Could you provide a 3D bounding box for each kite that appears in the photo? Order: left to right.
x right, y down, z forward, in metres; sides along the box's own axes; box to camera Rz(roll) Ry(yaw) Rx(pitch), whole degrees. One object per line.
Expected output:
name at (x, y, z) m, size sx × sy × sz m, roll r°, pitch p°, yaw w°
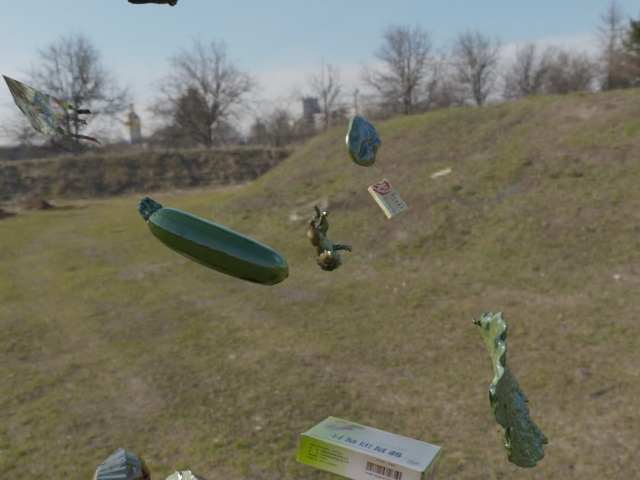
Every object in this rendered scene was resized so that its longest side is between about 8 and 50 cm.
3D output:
kite at (-0.629, -0.292, 1.654) m, size 0.310 × 0.169 × 0.015 m, roll 24°, pitch 55°, yaw 26°

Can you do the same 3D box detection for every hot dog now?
hot dog at (-0.316, 0.427, 1.053) m, size 0.081 × 0.270 × 0.163 m, roll 16°, pitch 45°, yaw -7°

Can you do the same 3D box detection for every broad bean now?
broad bean at (0.126, -0.301, 2.095) m, size 0.072 × 0.153 × 0.207 m, roll -27°, pitch 10°, yaw 22°

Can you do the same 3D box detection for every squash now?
squash at (-0.165, 0.007, 1.044) m, size 0.252 × 0.066 × 0.066 m, roll 22°, pitch 7°, yaw 0°

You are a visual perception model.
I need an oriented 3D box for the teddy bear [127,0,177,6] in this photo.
teddy bear at (-0.342, -0.542, 1.506) m, size 0.160 × 0.078 × 0.119 m, roll -20°, pitch 6°, yaw -2°

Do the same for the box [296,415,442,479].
box at (0.104, 0.440, 1.430) m, size 0.260 × 0.062 × 0.175 m, roll 11°, pitch 4°, yaw 21°

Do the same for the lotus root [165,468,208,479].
lotus root at (-0.207, 0.506, 1.266) m, size 0.119 × 0.138 × 0.235 m, roll 32°, pitch -22°, yaw -32°

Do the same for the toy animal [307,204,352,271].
toy animal at (0.014, 0.003, 1.490) m, size 0.086 × 0.220 × 0.069 m, roll 20°, pitch 54°, yaw 27°

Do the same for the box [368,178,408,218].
box at (0.165, -0.103, 1.699) m, size 0.058 × 0.093 × 0.015 m, roll -28°, pitch -14°, yaw -30°

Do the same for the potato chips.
potato chips at (0.477, 0.360, 1.764) m, size 0.097 × 0.389 × 0.373 m, roll -18°, pitch 35°, yaw 15°
